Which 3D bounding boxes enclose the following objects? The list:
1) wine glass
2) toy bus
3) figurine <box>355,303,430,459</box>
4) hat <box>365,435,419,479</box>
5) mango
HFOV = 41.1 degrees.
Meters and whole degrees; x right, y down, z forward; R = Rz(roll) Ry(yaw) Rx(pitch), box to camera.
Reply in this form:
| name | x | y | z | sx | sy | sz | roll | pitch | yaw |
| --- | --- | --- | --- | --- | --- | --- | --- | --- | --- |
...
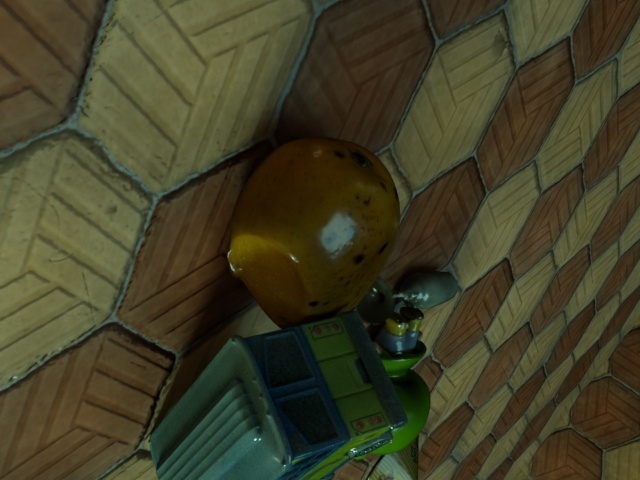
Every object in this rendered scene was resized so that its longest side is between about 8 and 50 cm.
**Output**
| name | x | y | z | sx | sy | sz | roll | pitch | yaw |
| --- | --- | --- | --- | --- | --- | --- | --- | --- | --- |
| wine glass | 0.149 | 0.084 | 1.367 | 0.262 | 0.074 | 0.074 | -4 | 125 | -57 |
| toy bus | -0.061 | 0.222 | 0.988 | 0.190 | 0.152 | 0.312 | -10 | 153 | -36 |
| figurine | 0.113 | 0.240 | 1.422 | 0.162 | 0.143 | 0.263 | -10 | 118 | -48 |
| hat | 0.182 | 0.520 | 1.880 | 0.193 | 0.082 | 0.193 | -36 | 146 | -30 |
| mango | 0.000 | 0.000 | 0.965 | 0.191 | 0.160 | 0.290 | -46 | 156 | -30 |
